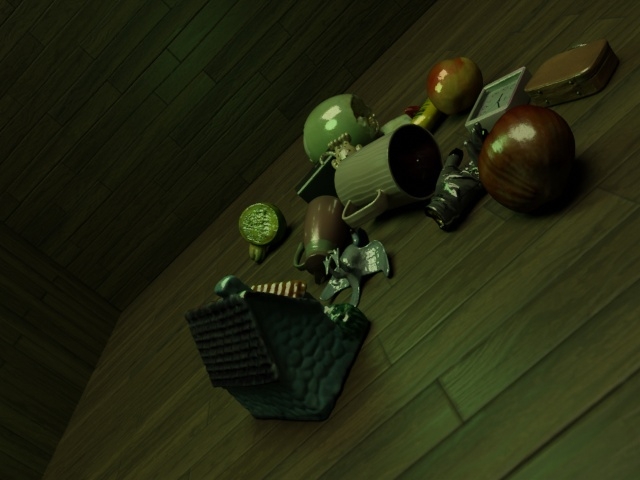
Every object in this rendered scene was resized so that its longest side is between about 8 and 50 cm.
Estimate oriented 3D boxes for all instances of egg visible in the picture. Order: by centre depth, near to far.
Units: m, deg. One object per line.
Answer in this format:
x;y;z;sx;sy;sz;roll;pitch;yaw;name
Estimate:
0.067;-0.433;2.148;0.336;0.278;0.278;-28;26;37;egg

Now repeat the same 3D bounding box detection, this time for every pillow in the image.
0.301;-0.423;1.991;0.128;0.050;0.229;-30;24;9;pillow

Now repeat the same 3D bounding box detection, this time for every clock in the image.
0.504;-0.383;1.475;0.150;0.063;0.197;-17;34;53;clock

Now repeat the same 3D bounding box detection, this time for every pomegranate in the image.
-0.222;-0.039;2.189;0.190;0.240;0.159;-16;-7;17;pomegranate

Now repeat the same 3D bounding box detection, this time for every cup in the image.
0.191;-0.163;1.514;0.273;0.209;0.288;-17;62;55;cup

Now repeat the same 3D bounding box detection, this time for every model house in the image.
-0.144;0.208;1.234;0.360;0.339;0.297;-21;34;52;model house

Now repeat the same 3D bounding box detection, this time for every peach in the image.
0.431;-0.497;1.693;0.184;0.184;0.184;-40;20;18;peach

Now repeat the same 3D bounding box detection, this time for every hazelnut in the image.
0.425;-0.164;1.062;0.186;0.210;0.210;-31;8;-36;hazelnut

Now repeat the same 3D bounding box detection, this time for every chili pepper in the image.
0.347;-0.461;1.909;0.191;0.059;0.050;-17;-42;-57;chili pepper

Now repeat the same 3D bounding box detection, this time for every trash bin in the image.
0.034;-0.222;1.983;0.225;0.165;0.115;-46;20;8;trash bin

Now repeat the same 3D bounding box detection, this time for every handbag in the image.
0.616;-0.409;1.286;0.151;0.072;0.193;-51;18;-15;handbag

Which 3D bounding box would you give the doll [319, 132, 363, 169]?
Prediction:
0.109;-0.248;1.804;0.154;0.119;0.278;-38;58;6;doll

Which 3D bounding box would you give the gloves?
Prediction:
0.342;-0.157;1.289;0.142;0.119;0.285;16;77;56;gloves

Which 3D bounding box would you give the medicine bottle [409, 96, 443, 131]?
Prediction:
0.335;-0.378;1.798;0.308;0.076;0.111;-54;4;-18;medicine bottle

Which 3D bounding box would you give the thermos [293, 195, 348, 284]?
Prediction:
0.000;0.000;1.647;0.177;0.146;0.264;-27;32;30;thermos

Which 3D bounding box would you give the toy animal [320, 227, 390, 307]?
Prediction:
0.097;0.068;1.409;0.239;0.177;0.255;-31;58;44;toy animal
